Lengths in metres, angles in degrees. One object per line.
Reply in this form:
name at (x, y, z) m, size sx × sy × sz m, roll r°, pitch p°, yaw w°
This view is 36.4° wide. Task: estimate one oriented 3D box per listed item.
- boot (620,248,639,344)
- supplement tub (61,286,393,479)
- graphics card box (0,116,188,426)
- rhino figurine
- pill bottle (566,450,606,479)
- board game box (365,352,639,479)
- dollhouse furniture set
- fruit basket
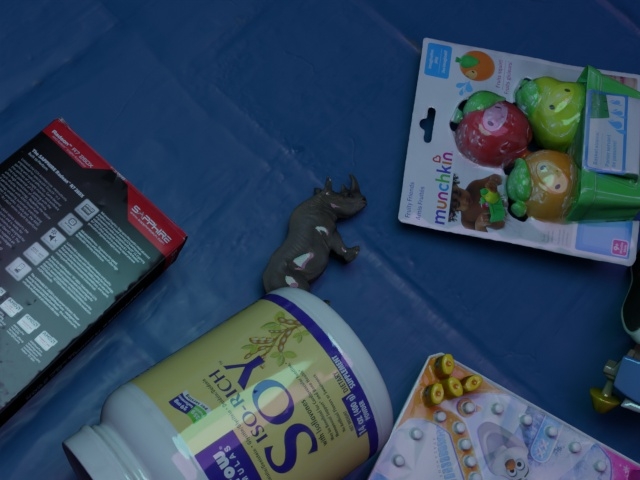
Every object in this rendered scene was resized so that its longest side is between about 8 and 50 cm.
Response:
boot at (0.532, 0.108, 1.408) m, size 0.176 × 0.088 × 0.244 m, roll 39°, pitch 35°, yaw 0°
supplement tub at (-0.107, 0.230, 1.150) m, size 0.331 × 0.241 × 0.241 m, roll -32°, pitch 80°, yaw -23°
graphics card box at (-0.373, 0.051, 1.183) m, size 0.233 × 0.094 × 0.371 m, roll 43°, pitch 63°, yaw 1°
rhino figurine at (0.000, 0.000, 1.360) m, size 0.106 × 0.073 × 0.243 m, roll 28°, pitch 64°, yaw -6°
pill bottle at (0.367, 0.322, 1.345) m, size 0.083 × 0.043 × 0.043 m, roll 43°, pitch 65°, yaw 4°
board game box at (0.234, 0.399, 1.250) m, size 0.390 × 0.050 × 0.390 m, roll 29°, pitch 72°, yaw -2°
dollhouse furniture set at (0.542, 0.259, 1.391) m, size 0.303 × 0.286 × 0.198 m, roll 20°, pitch 107°, yaw 20°
fruit basket at (0.310, -0.146, 1.449) m, size 0.353 × 0.165 × 0.327 m, roll 13°, pitch 67°, yaw -6°
